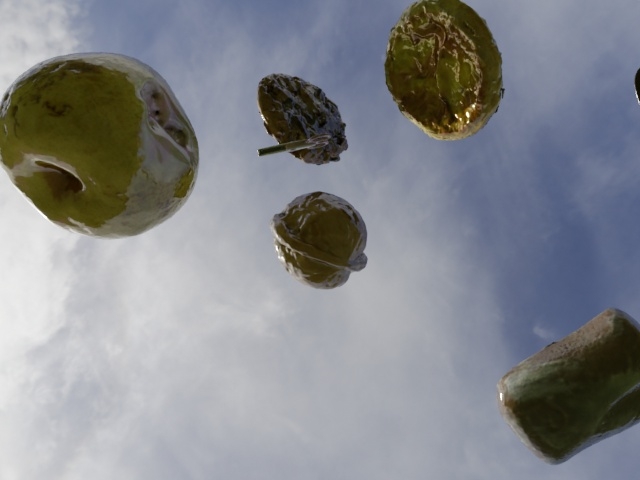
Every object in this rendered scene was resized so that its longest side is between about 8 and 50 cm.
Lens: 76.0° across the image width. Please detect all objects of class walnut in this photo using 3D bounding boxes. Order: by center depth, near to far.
[{"bbox_3d":[0.000,0.000,0.988,0.256,0.257,0.225,28,-77,10],"label":"walnut"}]

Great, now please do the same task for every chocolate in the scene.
[{"bbox_3d":[0.400,0.233,0.612,0.254,0.080,0.157,-39,-91,14],"label":"chocolate"}]

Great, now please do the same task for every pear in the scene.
[{"bbox_3d":[-0.301,-0.139,0.593,0.270,0.271,0.272,-1,-95,9],"label":"pear"}]

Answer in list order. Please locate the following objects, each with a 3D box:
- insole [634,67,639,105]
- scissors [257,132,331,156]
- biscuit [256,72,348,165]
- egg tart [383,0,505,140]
[{"bbox_3d":[0.748,-0.225,0.863,0.111,0.007,0.328,-21,-90,16],"label":"insole"},{"bbox_3d":[-0.062,-0.223,0.967,0.175,0.085,0.022,-13,-92,-9],"label":"scissors"},{"bbox_3d":[-0.036,-0.360,1.201,0.081,0.333,0.290,-29,-111,41],"label":"biscuit"},{"bbox_3d":[0.306,-0.413,0.991,0.132,0.341,0.341,-34,-101,-29],"label":"egg tart"}]
